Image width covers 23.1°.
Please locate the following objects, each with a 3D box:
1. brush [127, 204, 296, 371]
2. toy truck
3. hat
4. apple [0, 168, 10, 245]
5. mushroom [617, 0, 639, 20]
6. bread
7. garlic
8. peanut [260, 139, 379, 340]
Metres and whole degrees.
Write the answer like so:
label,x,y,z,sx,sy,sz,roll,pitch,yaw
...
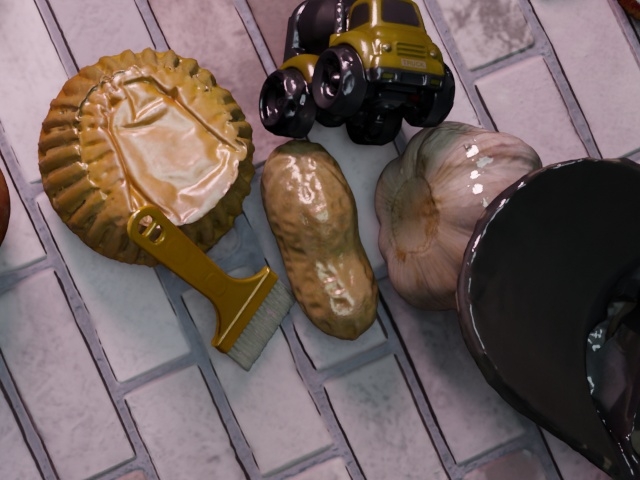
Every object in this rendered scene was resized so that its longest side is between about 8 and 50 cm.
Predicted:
label,x,y,z,sx,sy,sz,roll,pitch,yaw
brush,-0.115,0.039,1.606,0.013,0.272,0.103,26,78,41
toy truck,0.037,-0.193,1.635,0.147,0.224,0.165,4,82,-28
hat,0.288,0.080,1.608,0.382,0.257,0.366,32,83,-12
apple,-0.410,-0.036,1.589,0.188,0.174,0.188,1,82,-6
mushroom,0.424,-0.356,1.708,0.148,0.217,0.227,20,82,-5
bread,-0.182,-0.092,1.642,0.240,0.139,0.240,1,81,-6
garlic,0.182,-0.027,1.674,0.212,0.219,0.218,0,84,-37
peanut,0.000,0.000,1.673,0.095,0.108,0.226,-17,89,-14
